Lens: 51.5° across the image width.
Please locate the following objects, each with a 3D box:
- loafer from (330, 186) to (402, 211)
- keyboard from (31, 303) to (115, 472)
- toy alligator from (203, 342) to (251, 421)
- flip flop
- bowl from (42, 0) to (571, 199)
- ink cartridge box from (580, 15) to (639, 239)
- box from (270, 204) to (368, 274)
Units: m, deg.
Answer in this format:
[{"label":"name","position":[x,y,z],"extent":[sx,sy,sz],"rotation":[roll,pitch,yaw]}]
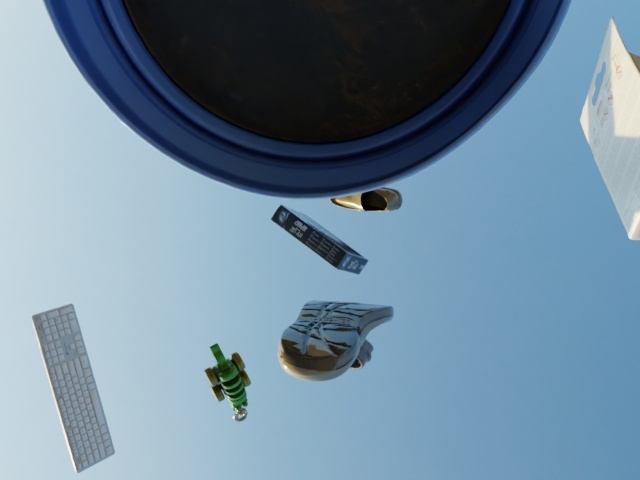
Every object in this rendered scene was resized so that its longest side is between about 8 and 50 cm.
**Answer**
[{"label":"loafer","position":[0.077,-0.083,1.235],"extent":[0.147,0.050,0.056],"rotation":[6,-78,25]},{"label":"keyboard","position":[-0.389,0.231,1.051],"extent":[0.014,0.256,0.072],"rotation":[-12,-176,44]},{"label":"toy alligator","position":[-0.128,0.228,0.994],"extent":[0.056,0.190,0.051],"rotation":[-27,-137,-18]},{"label":"flip flop","position":[0.021,0.128,0.815],"extent":[0.112,0.277,0.080],"rotation":[3,-80,14]},{"label":"bowl","position":[-0.015,-0.226,0.479],"extent":[0.391,0.391,0.077],"rotation":[-23,-166,18]},{"label":"ink cartridge box","position":[0.317,-0.113,0.662],"extent":[0.045,0.145,0.179],"rotation":[-3,-128,4]},{"label":"box","position":[0.000,0.000,0.633],"extent":[0.083,0.067,0.018],"rotation":[36,-84,22]}]
